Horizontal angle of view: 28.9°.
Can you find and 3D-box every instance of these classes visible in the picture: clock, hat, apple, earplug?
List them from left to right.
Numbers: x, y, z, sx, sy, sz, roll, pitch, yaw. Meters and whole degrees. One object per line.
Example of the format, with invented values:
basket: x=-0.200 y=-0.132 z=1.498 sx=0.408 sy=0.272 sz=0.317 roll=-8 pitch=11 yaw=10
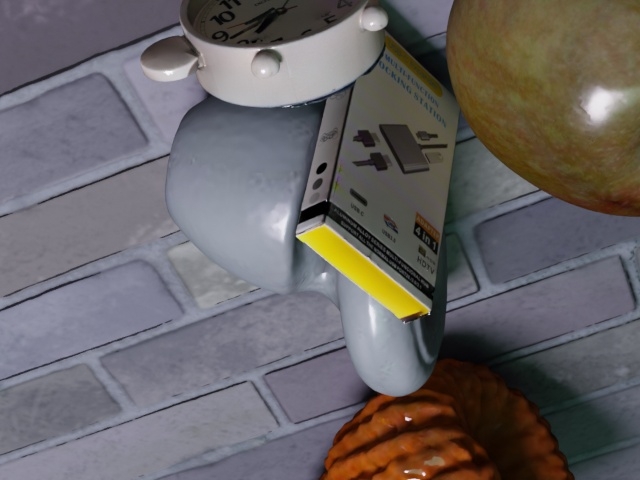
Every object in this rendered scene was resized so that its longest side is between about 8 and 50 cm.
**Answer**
clock: x=-0.026 y=-0.162 z=0.947 sx=0.229 sy=0.155 sz=0.063 roll=-27 pitch=133 yaw=-14
earplug: x=0.009 y=-0.005 z=1.064 sx=0.175 sy=0.214 sz=0.325 roll=-26 pitch=123 yaw=34
hat: x=0.054 y=0.310 z=1.284 sx=0.400 sy=0.285 sz=0.285 roll=-32 pitch=126 yaw=26
apple: x=0.229 y=-0.135 z=0.953 sx=0.257 sy=0.234 sz=0.257 roll=-5 pitch=133 yaw=-5

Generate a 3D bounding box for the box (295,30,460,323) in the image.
box: x=0.053 y=-0.070 z=0.977 sx=0.033 sy=0.247 sz=0.129 roll=-23 pitch=132 yaw=38
